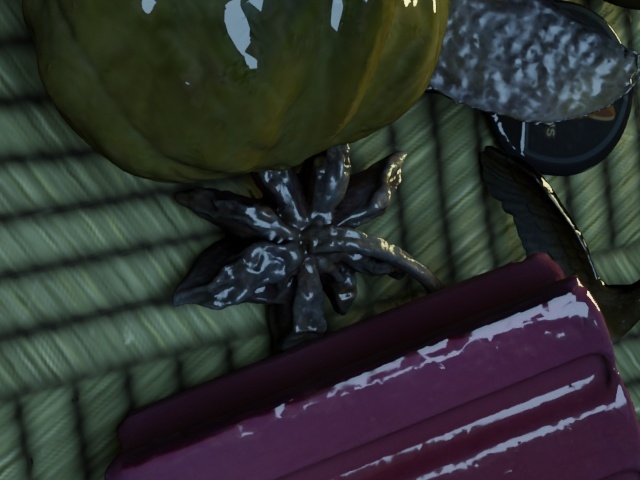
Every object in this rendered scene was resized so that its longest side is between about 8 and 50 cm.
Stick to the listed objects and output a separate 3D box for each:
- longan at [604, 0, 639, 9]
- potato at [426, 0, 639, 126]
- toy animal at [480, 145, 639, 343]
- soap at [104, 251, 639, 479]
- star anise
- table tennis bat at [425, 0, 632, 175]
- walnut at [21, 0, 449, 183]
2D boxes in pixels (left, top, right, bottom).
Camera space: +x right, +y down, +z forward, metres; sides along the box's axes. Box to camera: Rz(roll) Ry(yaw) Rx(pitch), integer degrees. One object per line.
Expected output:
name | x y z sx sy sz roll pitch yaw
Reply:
longan | 0.267 -0.283 1.080 0.204 0.159 0.185 37 85 -10
potato | 0.112 -0.168 1.043 0.261 0.100 0.120 37 96 1
toy animal | 0.240 0.065 1.085 0.273 0.197 0.160 32 84 -28
soap | 0.053 0.182 0.972 0.360 0.128 0.233 -21 104 -2
star anise | 0.001 0.000 1.015 0.231 0.089 0.209 0 102 -13
table tennis bat | 0.168 -0.131 1.119 0.236 0.027 0.150 2 91 -27
walnut | -0.058 -0.180 0.877 0.253 0.282 0.276 -15 90 20
